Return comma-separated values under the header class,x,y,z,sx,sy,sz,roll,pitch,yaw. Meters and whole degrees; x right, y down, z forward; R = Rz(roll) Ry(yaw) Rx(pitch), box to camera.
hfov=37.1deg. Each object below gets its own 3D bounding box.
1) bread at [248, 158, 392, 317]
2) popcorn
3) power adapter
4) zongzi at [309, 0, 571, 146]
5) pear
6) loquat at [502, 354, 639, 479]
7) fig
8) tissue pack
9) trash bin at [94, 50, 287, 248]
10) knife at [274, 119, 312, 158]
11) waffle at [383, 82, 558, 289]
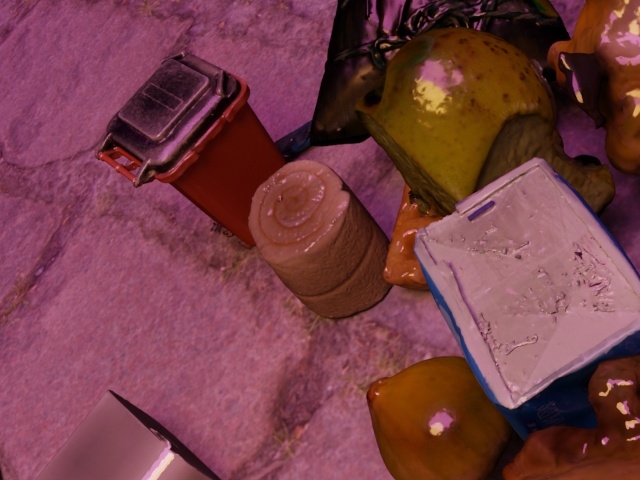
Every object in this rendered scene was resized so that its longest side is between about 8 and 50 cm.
class,x,y,z,sx,sy,sz,roll,pitch,yaw
bread,0.000,0.000,1.117,0.134,0.141,0.148,-46,42,-6
popcorn,0.389,-0.191,0.932,0.316,0.281,0.297,29,115,18
power adapter,-0.244,0.320,1.058,0.187,0.124,0.255,27,76,47
zongzi,0.145,-0.306,1.202,0.319,0.362,0.383,-8,80,13
pear,0.141,-0.115,0.943,0.164,0.255,0.238,-44,38,1
loquat,0.219,0.255,0.619,0.329,0.328,0.359,-10,80,30
fig,0.116,0.178,0.904,0.153,0.120,0.136,-19,25,46
tissue pack,0.213,0.091,0.800,0.146,0.263,0.198,-33,44,10
trash bin,-0.148,-0.100,1.234,0.184,0.238,0.161,-48,46,-9
knife,0.049,-0.185,1.312,0.297,0.026,0.044,-29,33,15
waffle,0.175,-0.061,1.099,0.168,0.057,0.274,-6,54,33
